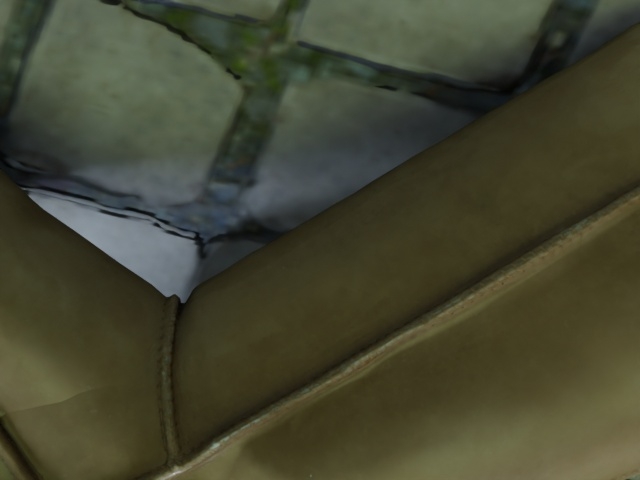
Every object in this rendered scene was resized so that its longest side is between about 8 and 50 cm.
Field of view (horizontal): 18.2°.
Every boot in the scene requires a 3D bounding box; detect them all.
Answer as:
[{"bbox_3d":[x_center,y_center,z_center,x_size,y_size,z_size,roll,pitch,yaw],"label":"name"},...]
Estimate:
[{"bbox_3d":[0.000,0.000,0.652,0.270,0.089,0.236,-28,97,3],"label":"boot"}]
